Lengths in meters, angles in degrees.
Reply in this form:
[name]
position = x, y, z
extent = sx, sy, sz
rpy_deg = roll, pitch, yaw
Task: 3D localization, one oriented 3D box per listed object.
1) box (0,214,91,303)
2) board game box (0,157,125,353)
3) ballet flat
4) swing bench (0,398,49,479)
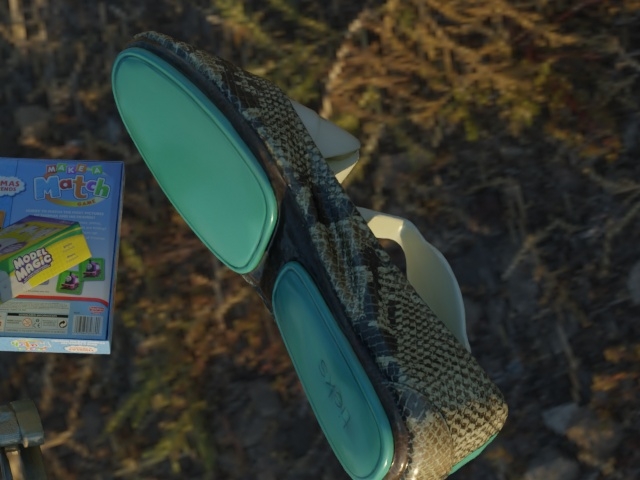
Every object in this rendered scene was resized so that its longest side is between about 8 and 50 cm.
[box]
position = -0.321, 0.032, 1.551
extent = 0.105, 0.179, 0.043
rpy_deg = 7, 122, 51
[board game box]
position = -0.289, 0.013, 1.685
extent = 0.039, 0.160, 0.211
rpy_deg = 95, 177, -62
[ballet flat]
position = 0.000, 0.000, 1.433
extent = 0.483, 0.182, 0.164
rpy_deg = 55, 144, 21
[swing bench]
position = -0.346, 0.258, 1.361
extent = 0.165, 0.253, 0.255
rpy_deg = 106, 150, -56
